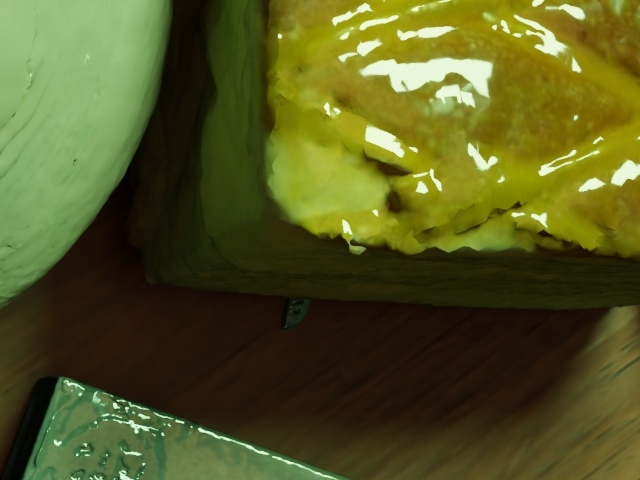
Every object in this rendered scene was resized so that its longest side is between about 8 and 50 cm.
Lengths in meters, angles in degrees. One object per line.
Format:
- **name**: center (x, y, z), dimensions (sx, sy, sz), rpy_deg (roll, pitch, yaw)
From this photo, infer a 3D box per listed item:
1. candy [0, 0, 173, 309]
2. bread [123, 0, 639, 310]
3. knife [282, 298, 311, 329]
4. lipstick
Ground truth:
- **candy**: center (-0.193, -0.096, 0.753), dimensions (0.295, 0.185, 0.295), rpy_deg (-2, 104, -8)
- **bread**: center (0.066, -0.116, 0.811), dimensions (0.279, 0.207, 0.279), rpy_deg (5, 82, -23)
- **knife**: center (0.000, 0.000, 0.896), dimensions (0.014, 0.005, 0.091), rpy_deg (23, 80, -15)
- **lipstick**: center (0.016, 0.143, 0.856), dimensions (0.317, 0.068, 0.066), rpy_deg (21, 79, -14)
